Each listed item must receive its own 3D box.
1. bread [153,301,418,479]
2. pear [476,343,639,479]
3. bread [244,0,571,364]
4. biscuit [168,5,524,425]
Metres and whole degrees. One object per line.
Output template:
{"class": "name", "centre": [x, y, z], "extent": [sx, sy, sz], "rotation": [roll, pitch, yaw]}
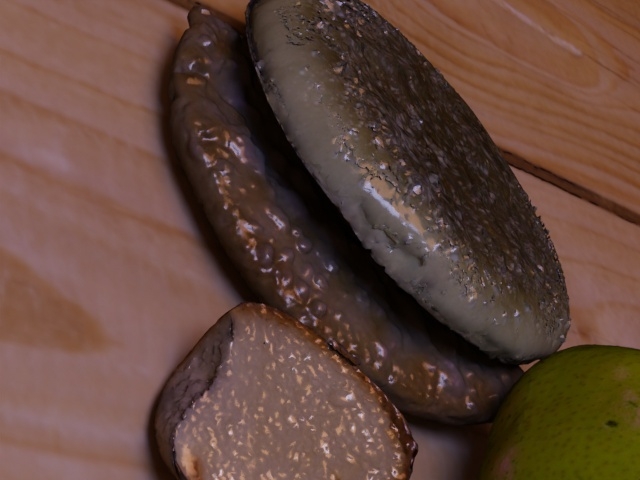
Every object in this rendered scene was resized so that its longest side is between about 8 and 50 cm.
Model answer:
{"class": "bread", "centre": [-0.020, 0.101, 0.812], "extent": [0.129, 0.044, 0.126], "rotation": [47, 42, -15]}
{"class": "pear", "centre": [0.167, 0.151, 0.877], "extent": [0.187, 0.187, 0.219], "rotation": [30, 30, -32]}
{"class": "bread", "centre": [0.058, -0.045, 0.976], "extent": [0.267, 0.040, 0.267], "rotation": [44, 22, -22]}
{"class": "biscuit", "centre": [-0.001, 0.001, 0.919], "extent": [0.290, 0.038, 0.141], "rotation": [53, 32, 0]}
